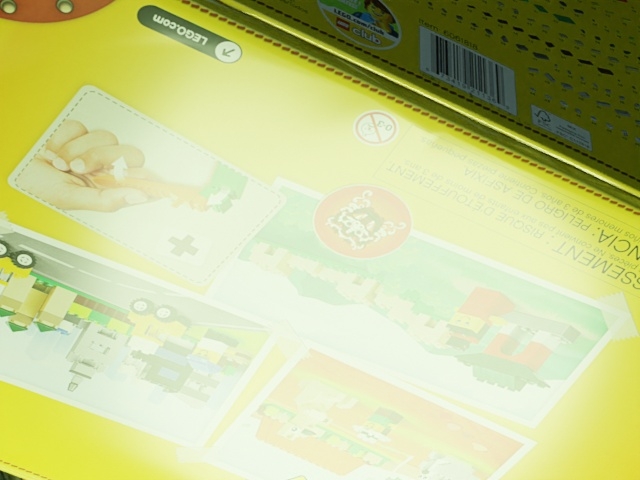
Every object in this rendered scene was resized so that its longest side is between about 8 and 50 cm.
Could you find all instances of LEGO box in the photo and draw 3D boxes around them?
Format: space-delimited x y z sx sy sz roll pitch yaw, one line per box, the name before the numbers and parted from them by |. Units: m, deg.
LEGO box | 0.000 0.000 1.047 0.500 0.193 0.372 24 130 -17

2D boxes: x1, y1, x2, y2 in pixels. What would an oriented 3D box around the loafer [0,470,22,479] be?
loafer | -0.308 0.200 1.141 0.267 0.096 0.084 -26 83 -19
